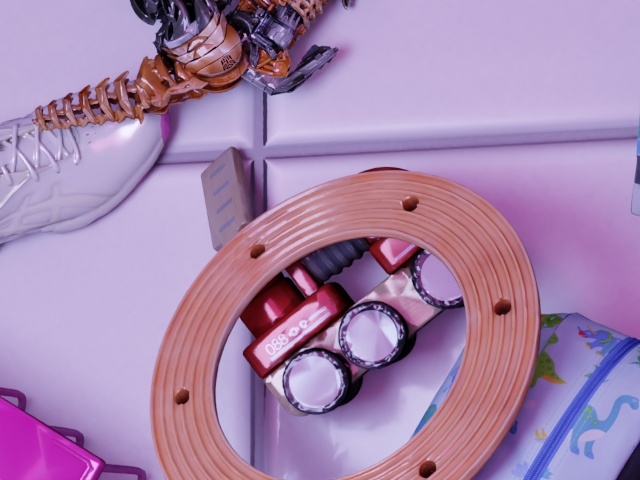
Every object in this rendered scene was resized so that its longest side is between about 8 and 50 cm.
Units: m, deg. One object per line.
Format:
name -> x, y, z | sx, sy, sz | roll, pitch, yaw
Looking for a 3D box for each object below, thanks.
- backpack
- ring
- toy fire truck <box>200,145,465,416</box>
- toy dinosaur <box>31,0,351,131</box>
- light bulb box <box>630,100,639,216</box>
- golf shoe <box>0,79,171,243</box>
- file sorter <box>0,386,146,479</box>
backpack -> 0.164, 0.228, 1.555 | 0.273, 0.290, 0.355 | 38, 85, 31
ring -> 0.018, 0.094, 1.547 | 0.337, 0.032, 0.336 | -15, 52, 21
toy fire truck -> 0.000, 0.000, 1.706 | 0.217, 0.158, 0.246 | -39, 85, 6
toy dinosaur -> -0.109, -0.205, 1.739 | 0.322, 0.164, 0.218 | -34, 86, -30
light bulb box -> 0.462, -0.159, 1.498 | 0.358, 0.225, 0.361 | 20, 64, 17
golf shoe -> -0.279, -0.056, 1.775 | 0.306, 0.140, 0.115 | -29, 75, 7
file sorter -> -0.329, 0.211, 1.722 | 0.291, 0.182, 0.202 | 29, 88, 16
